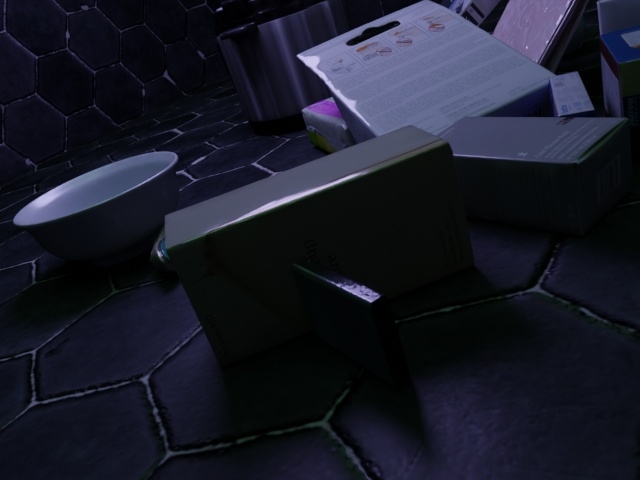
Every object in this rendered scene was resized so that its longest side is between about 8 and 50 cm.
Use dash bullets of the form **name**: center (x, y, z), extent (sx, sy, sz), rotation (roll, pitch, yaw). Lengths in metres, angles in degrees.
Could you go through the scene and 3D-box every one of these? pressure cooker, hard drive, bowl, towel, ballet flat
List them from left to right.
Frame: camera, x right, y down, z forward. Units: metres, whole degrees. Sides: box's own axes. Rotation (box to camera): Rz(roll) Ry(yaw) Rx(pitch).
- **bowl**: center (-0.377, -0.044, 1.035), extent (0.298, 0.134, 0.297), rotation (-15, 25, 7)
- **ballet flat**: center (-0.249, 0.022, 0.923), extent (0.052, 0.057, 0.168), rotation (-45, 19, 8)
- **pressure cooker**: center (-0.086, -0.547, 1.548), extent (0.376, 0.420, 0.370), rotation (-21, 25, -4)
- **hard drive**: center (0.026, 0.074, 0.543), extent (0.022, 0.094, 0.135), rotation (-29, 26, -24)
- **towel**: center (0.424, -0.425, 1.114), extent (0.054, 0.316, 0.331), rotation (20, 26, -8)

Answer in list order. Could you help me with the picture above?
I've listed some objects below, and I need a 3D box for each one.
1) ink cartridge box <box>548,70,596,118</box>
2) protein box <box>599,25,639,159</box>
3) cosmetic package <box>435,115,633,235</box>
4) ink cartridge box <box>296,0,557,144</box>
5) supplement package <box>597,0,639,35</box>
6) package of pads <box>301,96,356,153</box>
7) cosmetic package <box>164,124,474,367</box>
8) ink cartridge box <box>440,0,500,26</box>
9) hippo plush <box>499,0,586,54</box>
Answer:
- **ink cartridge box**: center (0.362, -0.168, 0.818), extent (0.046, 0.097, 0.207), rotation (-7, 26, 22)
- **protein box**: center (0.508, -0.223, 0.781), extent (0.200, 0.135, 0.201), rotation (-7, 26, 23)
- **cosmetic package**: center (0.251, -0.092, 0.730), extent (0.127, 0.107, 0.238), rotation (-36, 33, -29)
- **ink cartridge box**: center (0.173, -0.281, 1.024), extent (0.308, 0.091, 0.385), rotation (-27, 48, -10)
- **supplement package**: center (0.621, -0.347, 0.914), extent (0.293, 0.177, 0.175), rotation (-1, 30, 35)
- **package of pads**: center (0.112, -0.256, 1.177), extent (0.229, 0.101, 0.296), rotation (-23, 25, -10)
- **cosmetic package**: center (0.000, 0.000, 0.645), extent (0.310, 0.160, 0.113), rotation (-23, 25, -6)
- **ink cartridge box**: center (0.270, -0.468, 1.365), extent (0.332, 0.065, 0.165), rotation (-51, 23, 8)
- **hippo plush**: center (0.556, -0.561, 1.352), extent (0.234, 0.236, 0.294), rotation (-33, 19, -38)
